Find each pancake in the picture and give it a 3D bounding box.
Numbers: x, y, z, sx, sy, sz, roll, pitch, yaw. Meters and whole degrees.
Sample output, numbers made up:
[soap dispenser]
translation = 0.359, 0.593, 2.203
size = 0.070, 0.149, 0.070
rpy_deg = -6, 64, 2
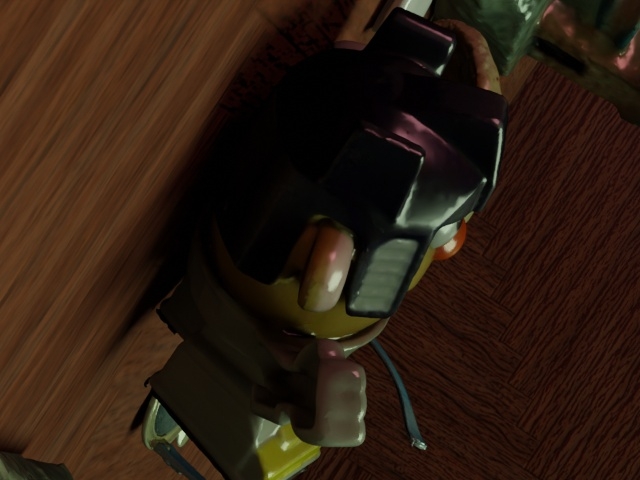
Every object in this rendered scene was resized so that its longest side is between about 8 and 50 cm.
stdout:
[pancake]
translation = 0.071, -0.068, 1.017
size = 0.139, 0.022, 0.139
rpy_deg = -178, -90, -66

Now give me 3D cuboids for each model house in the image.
[model house]
translation = 0.290, -0.207, 1.297
size = 0.267, 0.325, 0.194
rpy_deg = -55, 175, -8

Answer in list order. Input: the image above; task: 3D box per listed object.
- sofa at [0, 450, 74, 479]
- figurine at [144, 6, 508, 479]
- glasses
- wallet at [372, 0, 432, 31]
[sofa]
translation = -0.131, 0.237, 0.859
size = 0.176, 0.225, 0.210
rpy_deg = -51, 170, -7
[figurine]
translation = -0.002, 0.002, 0.971
size = 0.308, 0.143, 0.308
rpy_deg = -179, -90, -66
[glasses]
translation = -0.034, 0.123, 1.219
size = 0.088, 0.220, 0.189
rpy_deg = 25, 103, -44
[wallet]
translation = 0.075, -0.187, 1.139
size = 0.122, 0.025, 0.061
rpy_deg = -58, 175, 23
